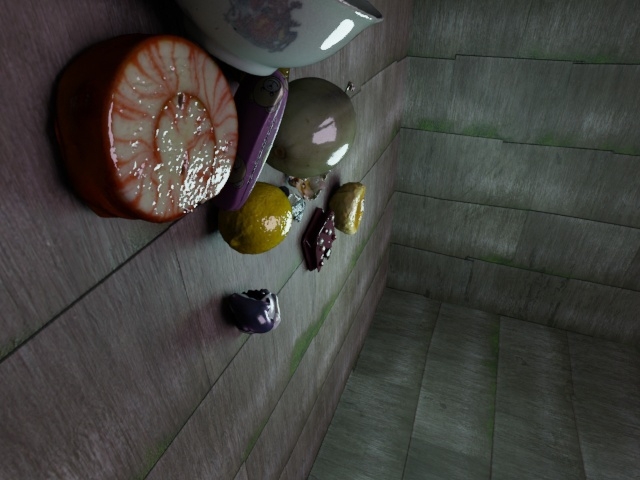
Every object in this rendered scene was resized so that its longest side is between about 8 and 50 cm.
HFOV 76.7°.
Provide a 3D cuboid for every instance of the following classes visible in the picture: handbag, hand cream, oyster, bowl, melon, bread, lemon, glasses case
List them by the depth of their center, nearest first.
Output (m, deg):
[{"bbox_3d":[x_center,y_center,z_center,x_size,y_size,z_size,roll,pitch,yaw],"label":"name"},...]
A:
[{"bbox_3d":[-0.272,-0.186,0.687,0.327,0.114,0.296,-43,141,-59],"label":"bread"},{"bbox_3d":[-0.119,-0.425,0.706,0.196,0.434,0.435,-53,177,33],"label":"bowl"},{"bbox_3d":[-0.162,-0.214,0.865,0.075,0.123,0.317,3,119,-52],"label":"glasses case"},{"bbox_3d":[-0.161,-0.056,0.999,0.193,0.180,0.181,-28,135,-25],"label":"lemon"},{"bbox_3d":[-0.038,-0.301,1.089,0.307,0.271,0.272,-13,114,-51],"label":"melon"},{"bbox_3d":[-0.098,-0.126,1.347,0.075,0.052,0.248,-54,165,-1],"label":"hand cream"},{"bbox_3d":[-0.026,-0.308,1.370,0.201,0.107,0.355,38,71,-38],"label":"oyster"},{"bbox_3d":[0.003,0.000,1.651,0.216,0.073,0.203,79,30,-48],"label":"handbag"},{"bbox_3d":[0.117,-0.149,1.805,0.244,0.134,0.245,12,90,-74],"label":"bread"}]

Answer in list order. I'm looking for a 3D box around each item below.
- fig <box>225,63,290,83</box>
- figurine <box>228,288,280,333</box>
[{"bbox_3d":[-0.140,-0.406,0.902,0.165,0.144,0.154,-27,98,-44],"label":"fig"},{"bbox_3d":[-0.184,0.214,1.155,0.222,0.145,0.146,52,53,-68],"label":"figurine"}]
